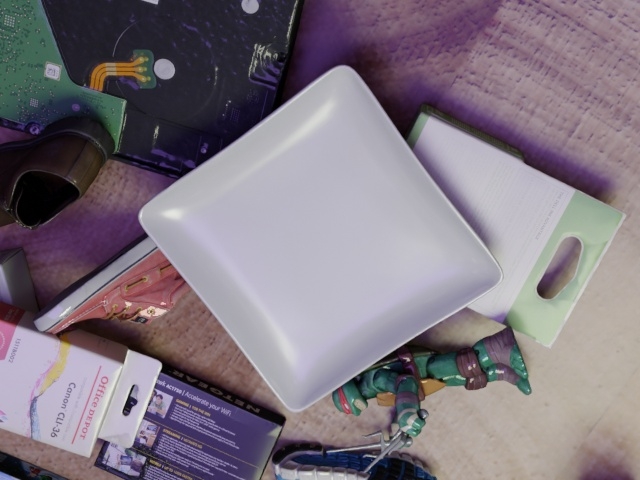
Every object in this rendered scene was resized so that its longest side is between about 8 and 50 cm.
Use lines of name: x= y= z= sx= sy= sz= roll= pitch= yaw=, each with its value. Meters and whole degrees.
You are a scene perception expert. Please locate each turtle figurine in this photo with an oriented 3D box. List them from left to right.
turtle figurine: x=0.101 y=0.161 z=1.400 sx=0.234 sy=0.175 sz=0.118 roll=-19 pitch=83 yaw=5

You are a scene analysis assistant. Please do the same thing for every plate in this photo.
plate: x=0.000 y=0.000 z=1.359 sx=0.277 sy=0.045 sz=0.278 roll=-34 pitch=102 yaw=17

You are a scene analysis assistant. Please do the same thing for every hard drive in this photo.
hard drive: x=-0.201 y=-0.200 z=1.371 sx=0.339 sy=0.064 sz=0.237 roll=16 pitch=116 yaw=3

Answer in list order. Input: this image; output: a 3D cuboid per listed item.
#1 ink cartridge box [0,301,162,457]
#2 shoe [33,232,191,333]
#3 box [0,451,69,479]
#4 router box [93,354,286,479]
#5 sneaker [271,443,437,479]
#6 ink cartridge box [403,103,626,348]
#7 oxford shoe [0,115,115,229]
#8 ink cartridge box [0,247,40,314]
ink cartridge box: x=-0.281 y=0.154 z=1.425 sx=0.198 sy=0.067 sz=0.115 roll=20 pitch=100 yaw=-7
shoe: x=-0.216 y=0.064 z=1.421 sx=0.063 sy=0.178 sz=0.081 roll=-14 pitch=111 yaw=57
box: x=-0.362 y=0.342 z=1.565 sx=0.233 sy=0.044 sz=0.159 roll=22 pitch=106 yaw=3
router box: x=-0.146 y=0.227 z=1.492 sx=0.179 sy=0.046 sz=0.133 roll=24 pitch=97 yaw=1
sneaker: x=0.040 y=0.282 z=1.484 sx=0.190 sy=0.071 sz=0.083 roll=7 pitch=115 yaw=13
ink cartridge box: x=0.173 y=-0.015 z=1.386 sx=0.235 sy=0.056 sz=0.171 roll=26 pitch=107 yaw=-2
oxford shoe: x=-0.316 y=-0.053 z=1.397 sx=0.083 sy=0.096 sz=0.227 roll=39 pitch=139 yaw=-25
ink cartridge box: x=-0.410 y=0.091 z=1.492 sx=0.175 sy=0.072 sz=0.127 roll=-10 pitch=104 yaw=10
